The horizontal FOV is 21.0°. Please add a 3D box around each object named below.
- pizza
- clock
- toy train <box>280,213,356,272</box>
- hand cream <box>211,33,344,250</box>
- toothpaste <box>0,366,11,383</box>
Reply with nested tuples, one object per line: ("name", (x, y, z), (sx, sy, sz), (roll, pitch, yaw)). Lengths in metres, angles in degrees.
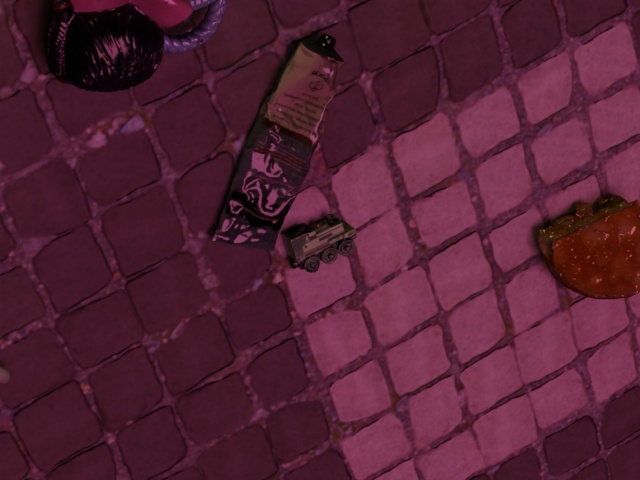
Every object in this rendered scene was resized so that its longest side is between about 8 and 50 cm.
("pizza", (0.339, 0.005, 2.086), (0.175, 0.046, 0.134), (37, 92, -37))
("clock", (-0.175, -0.244, 1.647), (0.194, 0.100, 0.195), (-14, 126, -23))
("toy train", (0.000, 0.000, 1.900), (0.083, 0.033, 0.053), (-27, 120, -17))
("hand cream", (-0.039, -0.104, 1.828), (0.075, 0.052, 0.248), (20, 109, -12))
("toothpaste", (-0.406, 0.098, 1.714), (0.233, 0.038, 0.060), (27, 95, -33))
